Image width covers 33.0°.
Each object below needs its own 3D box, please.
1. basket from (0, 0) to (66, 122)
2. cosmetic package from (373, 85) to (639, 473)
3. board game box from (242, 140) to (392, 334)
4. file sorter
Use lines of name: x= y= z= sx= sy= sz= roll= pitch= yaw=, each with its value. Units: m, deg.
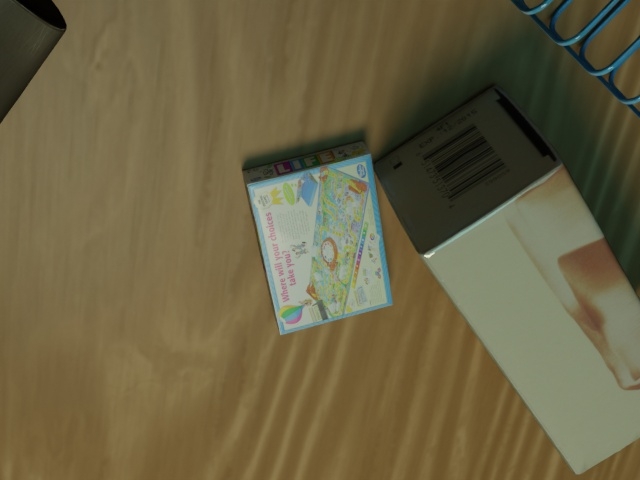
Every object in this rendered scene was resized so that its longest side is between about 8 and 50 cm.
basket: x=-0.288 y=-0.103 z=0.697 sx=0.227 sy=0.154 sz=0.204 roll=-42 pitch=123 yaw=7
cosmetic package: x=0.183 y=0.038 z=0.909 sx=0.129 sy=0.153 sz=0.296 roll=-33 pitch=125 yaw=7
board game box: x=0.000 y=0.000 z=0.908 sx=0.104 sy=0.026 sz=0.154 roll=-14 pitch=123 yaw=-7
file sorter: x=0.224 y=-0.178 z=0.809 sx=0.170 sy=0.118 sz=0.104 roll=34 pitch=110 yaw=-30
